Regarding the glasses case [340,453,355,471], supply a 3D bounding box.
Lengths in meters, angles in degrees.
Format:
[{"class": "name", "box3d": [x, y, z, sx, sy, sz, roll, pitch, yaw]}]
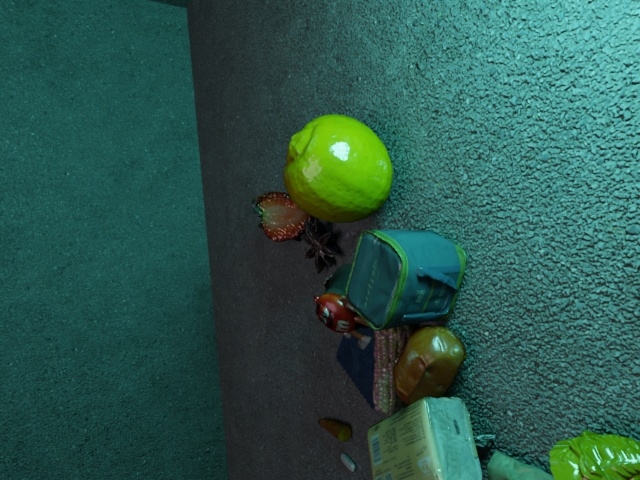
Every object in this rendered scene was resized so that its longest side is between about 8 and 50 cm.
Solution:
[{"class": "glasses case", "box3d": [0.106, 0.853, 1.698, 0.083, 0.021, 0.032, 21, 114, 55]}]

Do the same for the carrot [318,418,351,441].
[{"class": "carrot", "box3d": [0.045, 0.739, 1.751, 0.209, 0.061, 0.061, -14, 82, 62]}]

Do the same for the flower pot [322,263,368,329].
[{"class": "flower pot", "box3d": [0.089, 0.209, 1.446, 0.235, 0.148, 0.236, 13, 114, 32]}]

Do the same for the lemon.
[{"class": "lemon", "box3d": [0.054, -0.213, 1.357, 0.347, 0.347, 0.349, 12, 104, 56]}]

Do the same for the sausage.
[{"class": "sausage", "box3d": [0.291, 0.350, 1.216, 0.141, 0.153, 0.268, -94, 20, -55]}]

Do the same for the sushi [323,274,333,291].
[{"class": "sushi", "box3d": [0.072, 0.158, 1.598, 0.150, 0.090, 0.078, -45, 53, 53]}]

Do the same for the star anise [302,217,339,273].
[{"class": "star anise", "box3d": [0.000, 0.000, 1.694, 0.230, 0.081, 0.263, 34, 133, 51]}]

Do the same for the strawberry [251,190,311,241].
[{"class": "strawberry", "box3d": [-0.128, -0.107, 1.870, 0.306, 0.137, 0.234, 2, 117, 33]}]

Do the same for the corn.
[{"class": "corn", "box3d": [0.221, 0.383, 1.374, 0.126, 0.126, 0.336, 25, 119, 54]}]

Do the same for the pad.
[{"class": "pad", "box3d": [0.154, 0.413, 1.574, 0.269, 0.012, 0.270, 46, 131, 45]}]

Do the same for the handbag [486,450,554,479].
[{"class": "handbag", "box3d": [0.496, 0.663, 0.984, 0.253, 0.108, 0.316, -5, 90, 62]}]

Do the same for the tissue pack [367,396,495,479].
[{"class": "tissue pack", "box3d": [0.295, 0.570, 1.180, 0.306, 0.238, 0.239, -55, 50, 45]}]

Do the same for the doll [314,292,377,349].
[{"class": "doll", "box3d": [0.069, 0.226, 1.319, 0.217, 0.085, 0.183, 34, 135, 9]}]

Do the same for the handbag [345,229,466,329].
[{"class": "handbag", "box3d": [0.231, 0.101, 1.196, 0.222, 0.240, 0.263, 43, 128, 48]}]

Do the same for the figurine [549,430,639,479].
[{"class": "figurine", "box3d": [0.586, 0.362, 0.762, 0.187, 0.168, 0.315, 33, 124, -1]}]
